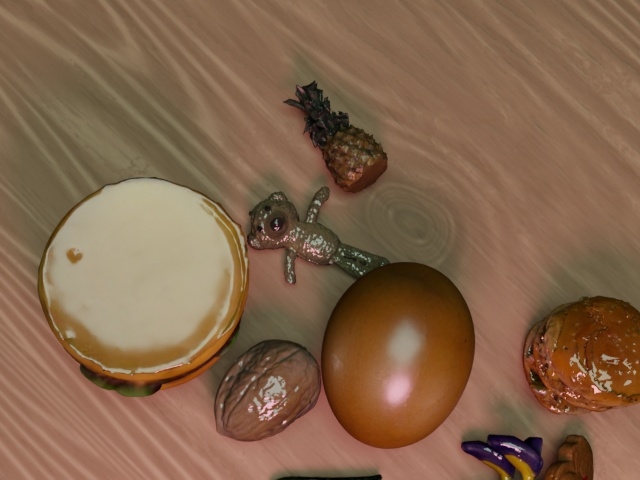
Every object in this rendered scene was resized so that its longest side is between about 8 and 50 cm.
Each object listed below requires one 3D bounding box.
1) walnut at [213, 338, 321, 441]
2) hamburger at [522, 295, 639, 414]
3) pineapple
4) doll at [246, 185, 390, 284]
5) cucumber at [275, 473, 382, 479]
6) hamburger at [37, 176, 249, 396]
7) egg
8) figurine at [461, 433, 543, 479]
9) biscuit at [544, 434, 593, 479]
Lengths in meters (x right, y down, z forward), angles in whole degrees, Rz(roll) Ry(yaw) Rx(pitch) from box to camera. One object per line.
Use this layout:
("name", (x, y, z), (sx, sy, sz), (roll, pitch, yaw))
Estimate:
("walnut", (-0.104, 0.285, 1.713), (0.230, 0.178, 0.178), (-40, 83, -12))
("hamburger", (0.541, 0.228, 1.783), (0.260, 0.211, 0.245), (27, 69, 6))
("pineapple", (0.031, -0.221, 1.890), (0.128, 0.128, 0.248), (-34, 75, -13))
("doll", (-0.010, 0.015, 1.844), (0.202, 0.091, 0.286), (-39, 93, -2))
("cucumber", (0.011, 0.476, 1.738), (0.214, 0.052, 0.058), (2, 56, -5))
("hamburger", (-0.330, 0.094, 1.681), (0.395, 0.277, 0.396), (2, 74, -8))
("egg", (0.142, 0.212, 1.700), (0.282, 0.282, 0.351), (16, 85, -2))
("figurine", (0.333, 0.570, 1.703), (0.193, 0.154, 0.421), (27, 69, -19))
("biscuit", (0.468, 0.508, 1.723), (0.044, 0.186, 0.295), (-3, 53, 37))
